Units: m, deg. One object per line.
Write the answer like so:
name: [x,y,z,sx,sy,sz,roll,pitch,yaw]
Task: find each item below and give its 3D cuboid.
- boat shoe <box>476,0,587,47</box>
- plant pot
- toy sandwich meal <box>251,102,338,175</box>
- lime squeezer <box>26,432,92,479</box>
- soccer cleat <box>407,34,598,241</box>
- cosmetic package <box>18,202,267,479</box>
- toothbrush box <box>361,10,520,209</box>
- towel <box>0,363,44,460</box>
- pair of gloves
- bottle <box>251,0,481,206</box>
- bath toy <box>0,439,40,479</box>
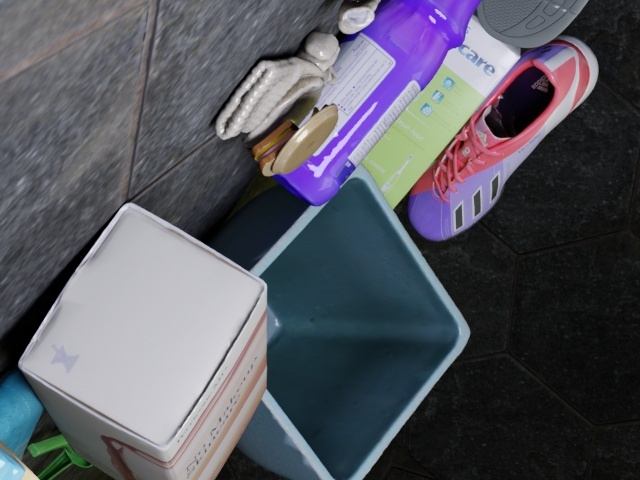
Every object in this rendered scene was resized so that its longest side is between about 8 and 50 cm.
boat shoe: [0.235,-0.333,1.267,0.103,0.118,0.320,-57,164,-53]
plant pot: [-0.047,0.088,1.417,0.252,0.248,0.247,-1,-140,52]
toy sandwich meal: [-0.020,-0.087,1.109,0.085,0.029,0.085,-45,170,-10]
lime squeezer: [-0.304,0.243,1.570,0.110,0.059,0.310,-16,166,-20]
soccer cleat: [0.192,-0.112,1.567,0.318,0.108,0.116,-48,167,32]
cosmetic package: [-0.129,0.110,1.075,0.153,0.129,0.296,-58,171,-18]
toothbrush box: [0.099,-0.155,1.540,0.283,0.122,0.206,-49,-176,19]
towel: [-0.364,0.266,1.034,0.370,0.040,0.271,-45,173,-37]
pair of gloves: [0.013,-0.168,1.098,0.240,0.042,0.204,-49,177,7]
bottle: [0.054,-0.162,1.255,0.283,0.092,0.118,-50,-177,0]
bath toy: [-0.312,0.238,0.748,0.348,0.151,0.129,-50,-140,-10]
